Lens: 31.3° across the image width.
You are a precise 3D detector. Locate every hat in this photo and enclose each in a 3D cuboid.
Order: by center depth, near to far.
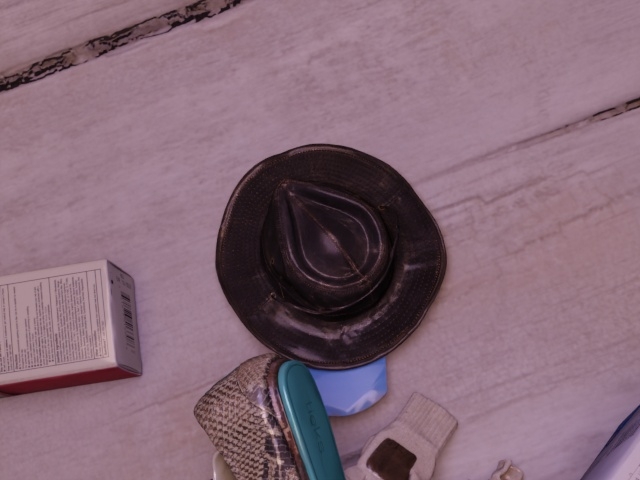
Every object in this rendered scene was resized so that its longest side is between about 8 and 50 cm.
[{"bbox_3d":[0.000,0.000,1.512,0.332,0.134,0.331,-3,71,9],"label":"hat"}]

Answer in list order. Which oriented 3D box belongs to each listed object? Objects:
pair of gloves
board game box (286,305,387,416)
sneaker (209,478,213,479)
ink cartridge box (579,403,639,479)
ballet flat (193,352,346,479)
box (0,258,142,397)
[{"bbox_3d":[0.161,0.314,1.426,0.240,0.042,0.204,40,49,14],"label":"pair of gloves"},{"bbox_3d":[0.022,0.157,1.540,0.133,0.033,0.168,-5,69,7],"label":"board game box"},{"bbox_3d":[0.004,0.421,1.424,0.385,0.145,0.147,27,81,14],"label":"sneaker"},{"bbox_3d":[0.342,0.344,1.263,0.166,0.285,0.395,38,64,13],"label":"ink cartridge box"},{"bbox_3d":[-0.011,0.371,1.309,0.182,0.164,0.482,-30,78,20],"label":"ballet flat"},{"bbox_3d":[-0.374,0.124,1.550,0.233,0.127,0.148,-9,76,6],"label":"box"}]
